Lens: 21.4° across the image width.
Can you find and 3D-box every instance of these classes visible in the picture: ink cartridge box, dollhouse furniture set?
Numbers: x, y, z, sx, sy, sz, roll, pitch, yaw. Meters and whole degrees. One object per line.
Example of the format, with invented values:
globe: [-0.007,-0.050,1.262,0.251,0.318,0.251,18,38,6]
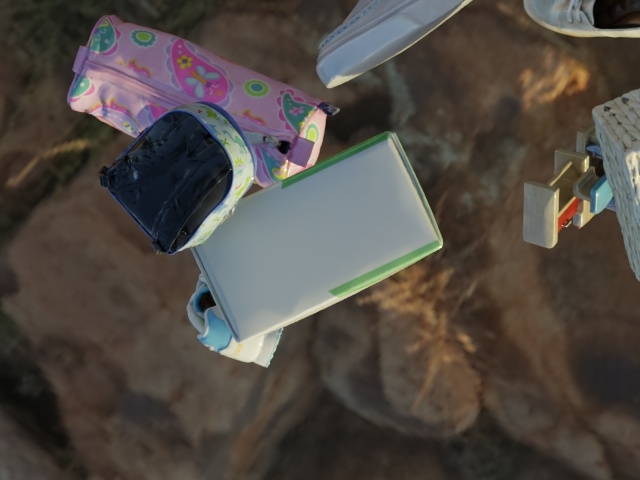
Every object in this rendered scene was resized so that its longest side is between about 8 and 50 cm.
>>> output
ink cartridge box: [0.000,0.000,1.632,0.211,0.289,0.121,-26,88,2]
dollhouse furniture set: [0.319,-0.035,1.830,0.129,0.183,0.129,18,130,29]

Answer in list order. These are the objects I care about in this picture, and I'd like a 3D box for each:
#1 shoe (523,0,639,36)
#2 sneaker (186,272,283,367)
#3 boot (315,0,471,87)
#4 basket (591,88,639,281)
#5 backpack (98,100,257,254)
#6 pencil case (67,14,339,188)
shoe: [0.306,-0.243,1.706,0.219,0.058,0.076,7,91,25]
sneaker: [-0.100,0.058,1.905,0.092,0.229,0.087,16,109,-15]
boot: [0.075,-0.240,1.398,0.123,0.258,0.095,54,164,0]
basket: [0.284,-0.038,1.312,0.103,0.113,0.167,-18,116,2]
backpack: [-0.110,-0.060,1.438,0.105,0.084,0.114,50,120,8]
pencil case: [-0.130,-0.146,1.846,0.284,0.124,0.124,24,137,8]
